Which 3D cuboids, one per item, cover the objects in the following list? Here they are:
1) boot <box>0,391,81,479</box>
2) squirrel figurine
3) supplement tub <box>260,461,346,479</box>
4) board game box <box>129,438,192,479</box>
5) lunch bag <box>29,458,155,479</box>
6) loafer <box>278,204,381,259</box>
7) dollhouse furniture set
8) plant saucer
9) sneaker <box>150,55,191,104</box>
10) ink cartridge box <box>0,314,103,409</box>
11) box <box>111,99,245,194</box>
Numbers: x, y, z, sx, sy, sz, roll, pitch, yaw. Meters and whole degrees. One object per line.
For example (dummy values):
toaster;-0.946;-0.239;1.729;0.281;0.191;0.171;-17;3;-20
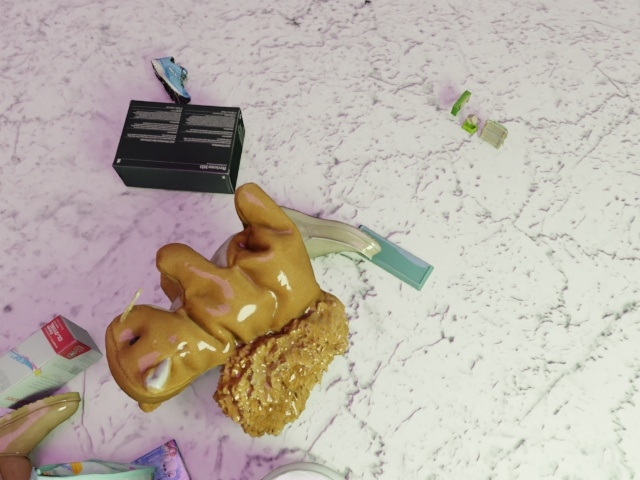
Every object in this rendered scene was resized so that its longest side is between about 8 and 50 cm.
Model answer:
boot;-0.523;0.444;0.970;0.236;0.089;0.269;-21;76;-20
squirrel figurine;-0.160;0.172;0.946;0.397;0.281;0.370;46;53;0
supplement tub;-0.026;0.457;0.852;0.191;0.272;0.191;0;67;1
board game box;-0.300;0.438;1.000;0.090;0.020;0.090;-28;70;-10
lunch bag;-0.396;0.473;0.846;0.160;0.262;0.223;3;72;9
loafer;0.000;0.000;1.145;0.269;0.102;0.092;17;84;22
dollhouse furniture set;0.391;-0.290;1.272;0.152;0.076;0.058;37;73;16
plant saucer;0.152;0.033;1.169;0.192;0.018;0.067;31;70;14
sneaker;-0.365;-0.412;1.341;0.073;0.063;0.162;-29;70;-15
ink cartridge box;-0.537;0.240;1.029;0.175;0.127;0.072;-37;70;-14
box;-0.320;-0.216;1.235;0.261;0.103;0.184;5;64;2
